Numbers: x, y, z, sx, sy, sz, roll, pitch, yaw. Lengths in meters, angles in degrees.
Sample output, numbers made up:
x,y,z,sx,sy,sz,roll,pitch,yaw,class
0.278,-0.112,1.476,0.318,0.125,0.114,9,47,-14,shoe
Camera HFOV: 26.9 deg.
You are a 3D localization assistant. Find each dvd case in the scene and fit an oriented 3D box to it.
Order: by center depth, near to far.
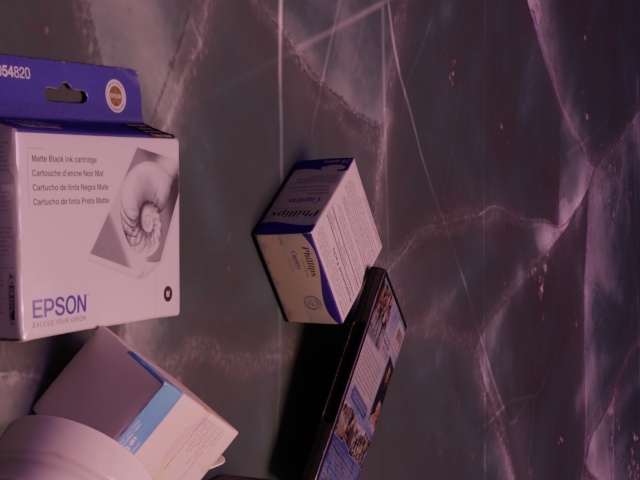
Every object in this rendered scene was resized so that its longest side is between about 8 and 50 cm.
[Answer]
x,y,z,sx,sy,sz,roll,pitch,yaw,class
0.041,0.175,1.501,0.180,0.022,0.253,65,41,-63,dvd case

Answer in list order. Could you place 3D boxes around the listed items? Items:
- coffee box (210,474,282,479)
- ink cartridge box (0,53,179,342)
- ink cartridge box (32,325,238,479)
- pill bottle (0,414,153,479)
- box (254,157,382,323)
x,y,z,sx,sy,sz,roll,pitch,yaw,class
-0.090,0.290,1.194,0.246,0.141,0.098,-12,100,-63,coffee box
-0.192,-0.038,1.105,0.223,0.045,0.224,-7,96,-62,ink cartridge box
-0.146,0.153,1.108,0.090,0.092,0.143,-50,143,-6,ink cartridge box
-0.220,0.263,0.929,0.153,0.153,0.264,64,36,-40,pill bottle
0.000,0.000,1.448,0.137,0.072,0.126,-60,141,-45,box
